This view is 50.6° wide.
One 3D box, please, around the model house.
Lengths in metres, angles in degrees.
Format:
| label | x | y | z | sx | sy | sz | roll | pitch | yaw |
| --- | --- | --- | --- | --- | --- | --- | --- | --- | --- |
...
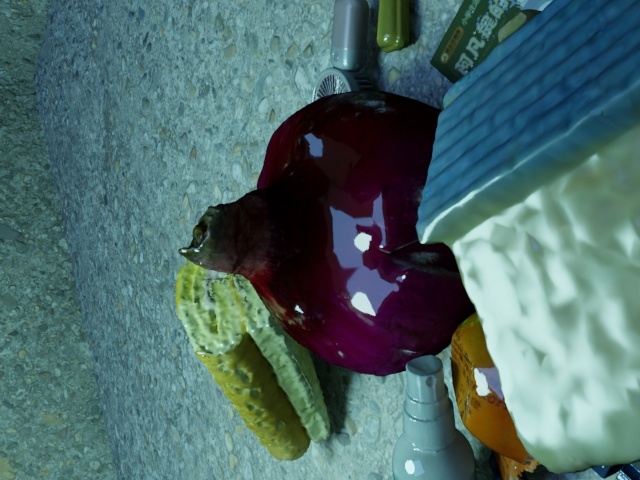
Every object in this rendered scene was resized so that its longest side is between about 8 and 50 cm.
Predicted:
| label | x | y | z | sx | sy | sz | roll | pitch | yaw |
| --- | --- | --- | --- | --- | --- | --- | --- | --- | --- |
| model house | 0.314 | -0.067 | 0.486 | 0.334 | 0.381 | 0.343 | -39 | 63 | 49 |

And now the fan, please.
| label | x | y | z | sx | sy | sz | roll | pitch | yaw |
| --- | --- | --- | --- | --- | --- | --- | --- | --- | --- |
| fan | 0.040 | -0.275 | 1.105 | 0.130 | 0.074 | 0.245 | 34 | 127 | 52 |

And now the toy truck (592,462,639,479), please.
| label | x | y | z | sx | sy | sz | roll | pitch | yaw |
| --- | --- | --- | --- | --- | --- | --- | --- | --- | --- |
| toy truck | 0.367 | 0.253 | 0.711 | 0.201 | 0.074 | 0.088 | 43 | 136 | 44 |

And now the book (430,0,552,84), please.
| label | x | y | z | sx | sy | sz | roll | pitch | yaw |
| --- | --- | --- | --- | --- | --- | --- | --- | --- | --- |
| book | 0.268 | -0.221 | 0.803 | 0.264 | 0.027 | 0.202 | 50 | 132 | 26 |

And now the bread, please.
| label | x | y | z | sx | sy | sz | roll | pitch | yaw |
| --- | --- | --- | --- | --- | --- | --- | --- | --- | --- |
| bread | -0.110 | 0.198 | 1.183 | 0.237 | 0.165 | 0.376 | 56 | 171 | 47 |

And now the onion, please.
| label | x | y | z | sx | sy | sz | roll | pitch | yaw |
| --- | --- | --- | --- | --- | --- | --- | --- | --- | --- |
| onion | 0.000 | 0.000 | 0.912 | 0.398 | 0.420 | 0.399 | 29 | 125 | 52 |

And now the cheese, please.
| label | x | y | z | sx | sy | sz | roll | pitch | yaw |
| --- | --- | --- | --- | --- | --- | --- | --- | --- | --- |
| cheese | 0.229 | 0.199 | 0.812 | 0.217 | 0.129 | 0.330 | -92 | -4 | -59 |

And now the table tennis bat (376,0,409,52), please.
| label | x | y | z | sx | sy | sz | roll | pitch | yaw |
| --- | --- | --- | --- | --- | --- | --- | --- | --- | --- |
| table tennis bat | 0.114 | -0.450 | 1.031 | 0.198 | 0.050 | 0.321 | 3 | 92 | 58 |

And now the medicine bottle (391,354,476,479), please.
| label | x | y | z | sx | sy | sz | roll | pitch | yaw |
| --- | --- | --- | --- | --- | --- | --- | --- | --- | --- |
| medicine bottle | 0.151 | 0.310 | 0.899 | 0.110 | 0.110 | 0.352 | 25 | 131 | 52 |
